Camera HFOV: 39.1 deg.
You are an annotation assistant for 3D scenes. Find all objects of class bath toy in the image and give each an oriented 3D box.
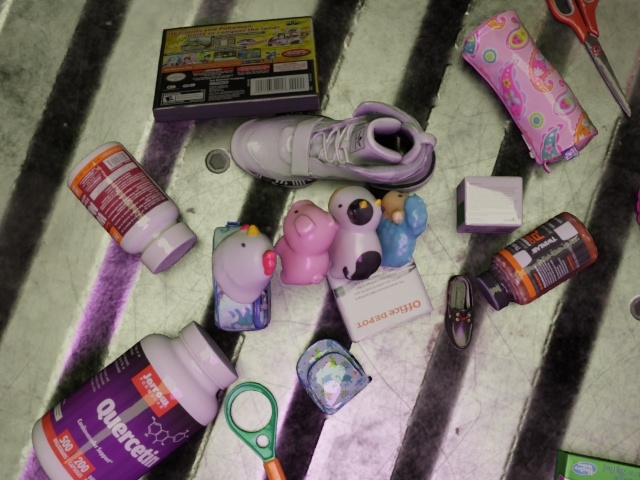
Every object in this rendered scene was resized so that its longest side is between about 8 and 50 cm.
[{"bbox_3d":[0.000,0.000,1.385,0.348,0.129,0.151,-13,86,-33],"label":"bath toy"}]

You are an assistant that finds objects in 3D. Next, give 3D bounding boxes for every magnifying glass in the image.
[{"bbox_3d":[-0.096,0.357,1.562,0.092,0.026,0.231,-22,82,-2],"label":"magnifying glass"}]

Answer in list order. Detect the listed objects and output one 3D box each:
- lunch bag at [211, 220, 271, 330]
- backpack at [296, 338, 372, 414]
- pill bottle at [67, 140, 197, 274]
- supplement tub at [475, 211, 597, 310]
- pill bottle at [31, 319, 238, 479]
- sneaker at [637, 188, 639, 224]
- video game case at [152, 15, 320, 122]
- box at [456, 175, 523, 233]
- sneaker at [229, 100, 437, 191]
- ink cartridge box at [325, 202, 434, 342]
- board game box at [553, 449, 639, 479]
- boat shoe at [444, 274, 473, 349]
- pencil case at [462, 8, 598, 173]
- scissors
[{"bbox_3d":[-0.129,0.062,1.495,0.090,0.219,0.176,-3,82,-1],"label":"lunch bag"},{"bbox_3d":[0.017,0.228,1.544,0.105,0.084,0.114,-39,82,-6],"label":"backpack"},{"bbox_3d":[-0.323,-0.055,1.558,0.121,0.121,0.221,-42,85,-4],"label":"pill bottle"},{"bbox_3d":[0.369,0.041,1.553,0.198,0.106,0.106,-32,84,-4],"label":"supplement tub"},{"bbox_3d":[-0.300,0.279,1.490,0.323,0.181,0.181,-38,85,-3],"label":"pill bottle"},{"bbox_3d":[0.650,-0.008,1.567,0.111,0.103,0.252,-34,91,-7],"label":"sneaker"},{"bbox_3d":[-0.143,-0.299,1.555,0.275,0.035,0.248,-5,45,1],"label":"video game case"},{"bbox_3d":[0.292,-0.061,1.566,0.102,0.101,0.087,2,83,0],"label":"box"},{"bbox_3d":[0.022,-0.166,1.524,0.366,0.210,0.137,6,83,1],"label":"sneaker"},{"bbox_3d":[0.086,0.057,1.561,0.153,0.087,0.208,-20,83,-3],"label":"ink cartridge box"},{"bbox_3d":[0.500,0.535,1.517,0.242,0.064,0.316,10,84,1],"label":"board game box"},{"bbox_3d":[0.243,0.126,1.577,0.049,0.042,0.133,-1,85,-2],"label":"boat shoe"},{"bbox_3d":[0.365,-0.262,1.581,0.124,0.124,0.284,-33,86,-3],"label":"pencil case"},{"bbox_3d":[0.484,-0.360,1.643,0.109,0.021,0.297,-10,85,-3],"label":"scissors"}]
